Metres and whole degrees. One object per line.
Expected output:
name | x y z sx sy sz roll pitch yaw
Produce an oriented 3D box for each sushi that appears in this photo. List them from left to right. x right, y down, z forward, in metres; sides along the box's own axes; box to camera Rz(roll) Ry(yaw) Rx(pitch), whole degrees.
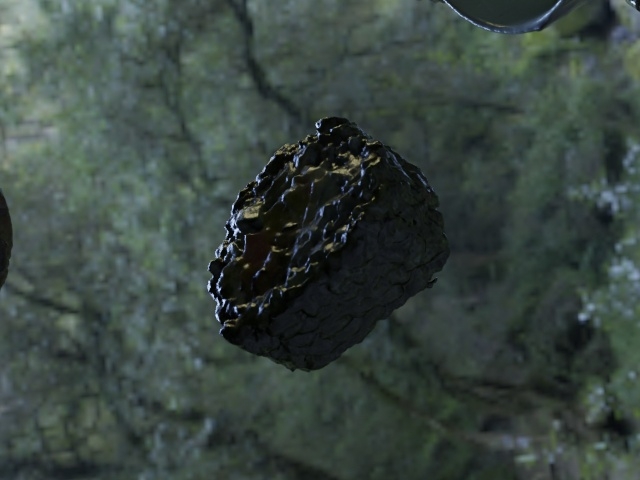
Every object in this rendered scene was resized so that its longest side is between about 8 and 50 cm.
sushi | 0.000 0.000 2.182 0.352 0.178 0.294 -43 41 16

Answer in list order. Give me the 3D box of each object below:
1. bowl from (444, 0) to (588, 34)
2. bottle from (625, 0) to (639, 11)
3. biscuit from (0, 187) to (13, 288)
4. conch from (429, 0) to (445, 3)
bowl | 0.186 -0.322 1.264 0.277 0.145 0.277 38 139 43
bottle | 0.492 -0.261 1.901 0.269 0.083 0.083 38 139 40
biscuit | -0.328 -0.020 1.094 0.042 0.226 0.226 -79 -5 -47
conch | 0.027 -0.352 1.614 0.183 0.275 0.149 -49 25 2
